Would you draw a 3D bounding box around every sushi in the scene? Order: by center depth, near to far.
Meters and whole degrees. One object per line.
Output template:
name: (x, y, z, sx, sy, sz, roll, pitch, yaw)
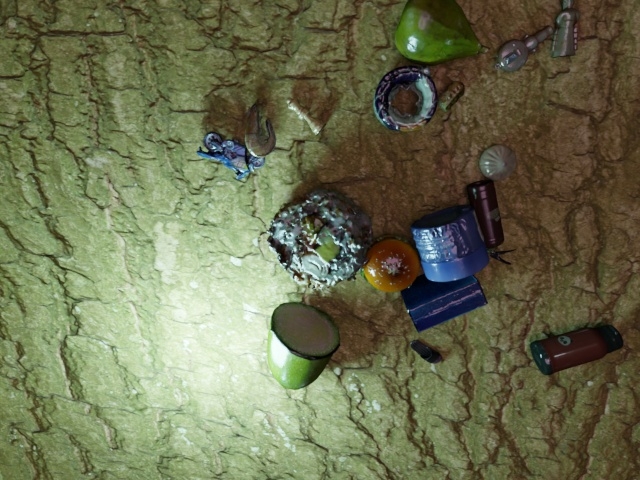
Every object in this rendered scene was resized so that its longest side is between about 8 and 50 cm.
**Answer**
sushi: (0.004, 0.000, 1.667, 0.417, 0.176, 0.418, 3, 100, 16)

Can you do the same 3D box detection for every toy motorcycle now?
toy motorcycle: (-0.345, -0.320, 1.660, 0.254, 0.092, 0.135, 23, 107, -6)

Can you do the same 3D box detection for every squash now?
squash: (-0.113, 0.468, 1.802, 0.310, 0.310, 0.309, 24, 120, -4)

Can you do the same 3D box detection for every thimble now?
thimble: (0.307, -0.510, 1.546, 0.237, 0.150, 0.237, 1, 104, 3)

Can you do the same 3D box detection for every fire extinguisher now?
fire extinguisher: (0.668, -0.061, 1.671, 0.138, 0.102, 0.344, -8, 107, 34)

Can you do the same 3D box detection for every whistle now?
whistle: (0.718, -0.679, 1.525, 0.220, 0.057, 0.107, -33, 101, 9)

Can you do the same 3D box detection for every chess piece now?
chess piece: (-0.060, -0.473, 1.623, 0.172, 0.060, 0.060, 41, 104, -6)

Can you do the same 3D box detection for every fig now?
fig: (0.391, -0.681, 1.456, 0.233, 0.233, 0.314, -43, 104, 13)

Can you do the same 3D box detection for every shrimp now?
shrimp: (-0.225, -0.425, 1.633, 0.126, 0.047, 0.223, 2, 89, -30)

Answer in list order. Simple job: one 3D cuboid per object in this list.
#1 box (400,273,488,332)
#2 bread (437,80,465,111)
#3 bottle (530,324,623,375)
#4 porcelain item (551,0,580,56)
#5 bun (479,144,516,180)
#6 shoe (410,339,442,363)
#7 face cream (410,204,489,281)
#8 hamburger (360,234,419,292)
box: (0.468, 0.209, 1.684, 0.279, 0.261, 0.116, -26, 102, 10)
bread: (0.480, -0.533, 1.576, 0.066, 0.060, 0.110, 36, 106, -23)
bottle: (1.065, 0.443, 1.783, 0.336, 0.144, 0.144, -19, 104, 8)
porcelain item: (0.854, -0.753, 1.497, 0.084, 0.054, 0.213, -4, 107, 1)
bun: (0.675, -0.289, 1.620, 0.138, 0.094, 0.138, 0, 109, 0)
shoe: (0.461, 0.494, 1.876, 0.159, 0.053, 0.062, 36, 101, -5)
face cream: (0.485, 0.005, 1.634, 0.249, 0.249, 0.225, -20, 101, 8)
hamburger: (0.277, 0.101, 1.711, 0.246, 0.170, 0.246, 0, 104, 1)
